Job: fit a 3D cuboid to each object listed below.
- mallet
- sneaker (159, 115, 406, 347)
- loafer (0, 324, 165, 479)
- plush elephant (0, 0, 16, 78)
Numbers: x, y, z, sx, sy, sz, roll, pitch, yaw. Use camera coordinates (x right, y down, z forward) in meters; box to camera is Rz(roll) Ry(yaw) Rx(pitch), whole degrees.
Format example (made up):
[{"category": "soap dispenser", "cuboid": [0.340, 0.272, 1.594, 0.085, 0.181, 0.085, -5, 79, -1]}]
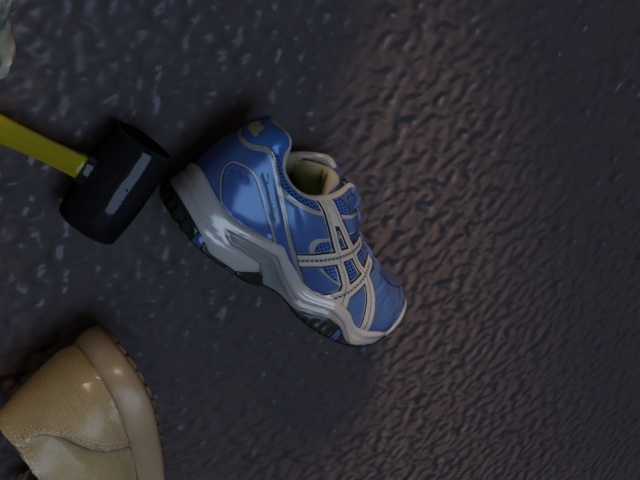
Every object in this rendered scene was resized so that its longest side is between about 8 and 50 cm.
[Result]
[{"category": "mallet", "cuboid": [-0.165, -0.048, 0.564, 0.189, 0.039, 0.062, 18, 109, -40]}, {"category": "sneaker", "cuboid": [0.000, 0.000, 0.690, 0.081, 0.080, 0.211, -45, 140, 9]}, {"category": "loafer", "cuboid": [-0.145, 0.174, 0.723, 0.092, 0.102, 0.269, -20, 125, -21]}, {"category": "plush elephant", "cuboid": [-0.014, -0.200, 0.376, 0.272, 0.330, 0.255, -32, 155, 28]}]
